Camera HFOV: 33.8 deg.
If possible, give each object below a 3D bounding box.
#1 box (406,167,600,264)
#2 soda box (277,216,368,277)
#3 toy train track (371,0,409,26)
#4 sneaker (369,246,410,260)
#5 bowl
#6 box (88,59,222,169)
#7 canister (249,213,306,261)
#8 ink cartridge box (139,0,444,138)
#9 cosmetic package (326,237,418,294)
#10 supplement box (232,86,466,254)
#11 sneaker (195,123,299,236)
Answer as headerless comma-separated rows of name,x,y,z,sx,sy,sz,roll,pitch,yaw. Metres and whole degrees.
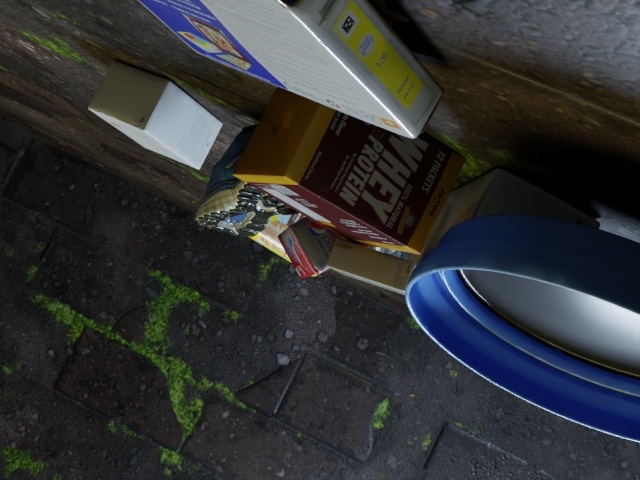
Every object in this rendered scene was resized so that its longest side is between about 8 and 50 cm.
box,0.219,0.010,1.346,0.148,0.121,0.311,28,173,-2
soda box,0.000,0.000,1.610,0.083,0.092,0.263,62,173,-1
toy train track,0.047,-0.196,0.885,0.048,0.014,0.083,24,173,19
sneaker,0.160,-0.008,1.609,0.140,0.125,0.341,1,166,17
bowl,0.281,0.099,1.099,0.391,0.077,0.391,24,161,9
box,-0.265,-0.202,1.713,0.130,0.091,0.170,23,173,29
canister,-0.055,-0.019,2.184,0.170,0.126,0.073,32,172,-27
ink cartridge box,-0.079,-0.219,0.921,0.304,0.072,0.307,28,174,34
cosmetic package,0.073,0.036,1.357,0.115,0.041,0.060,18,175,24
supplement box,0.030,-0.089,1.279,0.194,0.129,0.191,29,173,-22
sneaker,-0.075,-0.113,1.511,0.130,0.147,0.330,16,159,-33
